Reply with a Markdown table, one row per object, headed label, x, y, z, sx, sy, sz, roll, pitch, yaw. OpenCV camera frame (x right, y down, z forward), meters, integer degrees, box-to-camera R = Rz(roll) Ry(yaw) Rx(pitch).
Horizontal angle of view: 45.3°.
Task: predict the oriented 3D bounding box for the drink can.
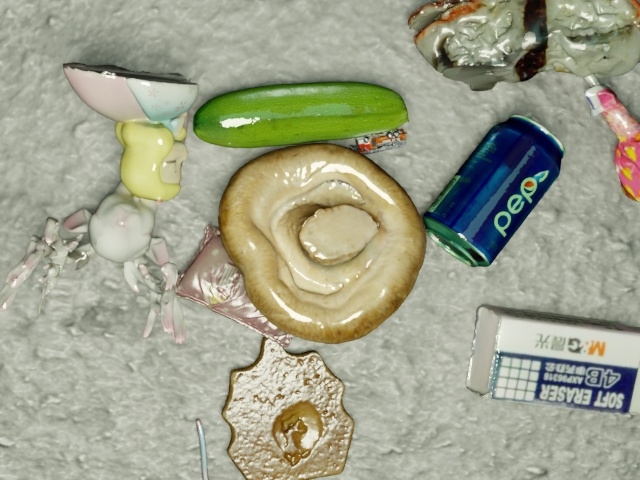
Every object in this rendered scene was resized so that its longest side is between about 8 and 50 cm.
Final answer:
| label | x | y | z | sx | sy | sz | roll | pitch | yaw |
| --- | --- | --- | --- | --- | --- | --- | --- | --- | --- |
| drink can | 0.240 | -0.068 | 1.060 | 0.118 | 0.118 | 0.205 | 38 | 88 | -8 |

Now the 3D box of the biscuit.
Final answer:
| label | x | y | z | sx | sy | sz | roll | pitch | yaw |
| --- | --- | --- | --- | --- | --- | --- | --- | --- | --- |
| biscuit | -0.049 | 0.236 | 1.073 | 0.182 | 0.034 | 0.215 | -12 | 92 | -9 |

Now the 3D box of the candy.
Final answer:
| label | x | y | z | sx | sy | sz | roll | pitch | yaw |
| --- | --- | --- | --- | --- | --- | --- | --- | --- | --- |
| candy | 0.414 | -0.204 | 1.101 | 0.124 | 0.124 | 0.365 | -36 | 89 | -5 |

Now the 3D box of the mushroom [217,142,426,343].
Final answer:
| label | x | y | z | sx | sy | sz | roll | pitch | yaw |
| --- | --- | --- | --- | --- | --- | --- | --- | --- | --- |
| mushroom | 0.000 | 0.000 | 1.006 | 0.279 | 0.146 | 0.278 | 2 | 76 | -8 |

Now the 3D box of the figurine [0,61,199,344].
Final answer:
| label | x | y | z | sx | sy | sz | roll | pitch | yaw |
| --- | --- | --- | --- | --- | --- | --- | --- | --- | --- |
| figurine | -0.252 | -0.047 | 0.920 | 0.207 | 0.284 | 0.315 | 4 | 104 | -7 |

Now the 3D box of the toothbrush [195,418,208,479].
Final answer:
| label | x | y | z | sx | sy | sz | roll | pitch | yaw |
| --- | --- | --- | --- | --- | --- | --- | --- | --- | --- |
| toothbrush | -0.156 | 0.343 | 1.072 | 0.019 | 0.013 | 0.193 | -10 | 95 | -14 |

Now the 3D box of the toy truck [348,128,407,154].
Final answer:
| label | x | y | z | sx | sy | sz | roll | pitch | yaw |
| --- | --- | --- | --- | --- | --- | --- | --- | --- | --- |
| toy truck | 0.080 | -0.139 | 1.079 | 0.083 | 0.024 | 0.032 | -11 | 124 | -11 |

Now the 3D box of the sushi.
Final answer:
| label | x | y | z | sx | sy | sz | roll | pitch | yaw |
| --- | --- | --- | --- | --- | --- | --- | --- | --- | --- |
| sushi | 0.289 | -0.275 | 1.030 | 0.332 | 0.124 | 0.129 | -6 | 81 | 13 |

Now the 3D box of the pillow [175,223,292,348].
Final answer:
| label | x | y | z | sx | sy | sz | roll | pitch | yaw |
| --- | --- | --- | --- | --- | --- | --- | --- | --- | --- |
| pillow | -0.102 | 0.063 | 1.052 | 0.185 | 0.043 | 0.118 | 28 | 76 | -10 |

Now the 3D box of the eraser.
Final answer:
| label | x | y | z | sx | sy | sz | roll | pitch | yaw |
| --- | --- | --- | --- | --- | --- | --- | --- | --- | --- |
| eraser | 0.366 | 0.176 | 1.107 | 0.287 | 0.086 | 0.130 | 9 | 93 | -9 |

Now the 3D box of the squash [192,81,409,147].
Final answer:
| label | x | y | z | sx | sy | sz | roll | pitch | yaw |
| --- | --- | --- | --- | --- | --- | --- | --- | --- | --- |
| squash | -0.026 | -0.170 | 1.033 | 0.293 | 0.082 | 0.082 | -7 | 94 | -11 |
